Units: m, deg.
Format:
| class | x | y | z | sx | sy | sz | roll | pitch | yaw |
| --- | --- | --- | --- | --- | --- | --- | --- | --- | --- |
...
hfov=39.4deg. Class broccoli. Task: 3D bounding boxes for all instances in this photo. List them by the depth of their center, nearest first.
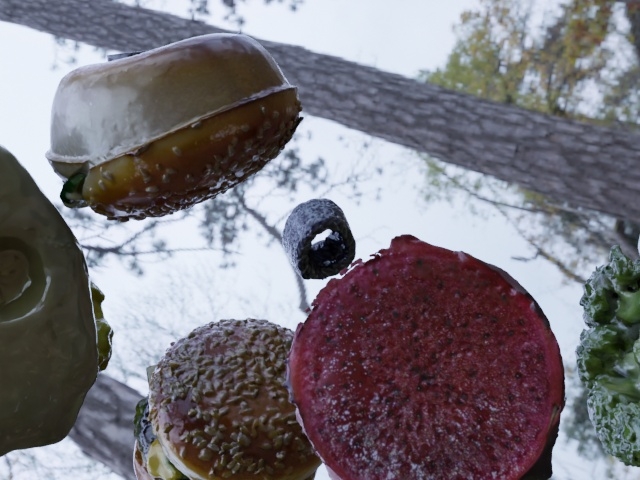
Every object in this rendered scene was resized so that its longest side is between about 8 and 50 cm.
| class | x | y | z | sx | sy | sz | roll | pitch | yaw |
| --- | --- | --- | --- | --- | --- | --- | --- | --- | --- |
| broccoli | 0.359 | 0.084 | 0.871 | 0.254 | 0.186 | 0.302 | 136 | 139 | -81 |

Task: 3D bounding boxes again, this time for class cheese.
| class | x | y | z | sx | sy | sz | roll | pitch | yaw |
| --- | --- | --- | --- | --- | --- | --- | --- | --- | --- |
| cheese | -0.342 | 0.066 | 0.753 | 0.326 | 0.115 | 0.318 | 47 | -111 | -17 |

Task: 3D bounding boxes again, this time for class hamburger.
| class | x | y | z | sx | sy | sz | roll | pitch | yaw |
| --- | --- | --- | --- | --- | --- | --- | --- | --- | --- |
| hamburger | -0.125 | -0.099 | 0.783 | 0.237 | 0.237 | 0.147 | -27 | -73 | -48 |
| hamburger | -0.110 | 0.241 | 1.215 | 0.291 | 0.291 | 0.225 | -36 | -28 | -43 |

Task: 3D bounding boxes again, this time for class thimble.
| class | x | y | z | sx | sy | sz | roll | pitch | yaw |
| --- | --- | --- | --- | --- | --- | --- | --- | --- | --- |
| thimble | 0.001 | -0.002 | 1.209 | 0.095 | 0.066 | 0.104 | -3 | -50 | -27 |

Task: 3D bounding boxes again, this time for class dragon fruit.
| class | x | y | z | sx | sy | sz | roll | pitch | yaw |
| --- | --- | --- | --- | --- | --- | --- | --- | --- | --- |
| dragon fruit | 0.059 | 0.087 | 0.514 | 0.153 | 0.153 | 0.111 | -63 | -9 | -15 |

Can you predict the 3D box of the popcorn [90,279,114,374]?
| class | x | y | z | sx | sy | sz | roll | pitch | yaw |
| --- | --- | --- | --- | --- | --- | --- | --- | --- | --- |
| popcorn | -0.384 | 0.122 | 1.219 | 0.198 | 0.156 | 0.197 | 14 | -112 | -37 |
